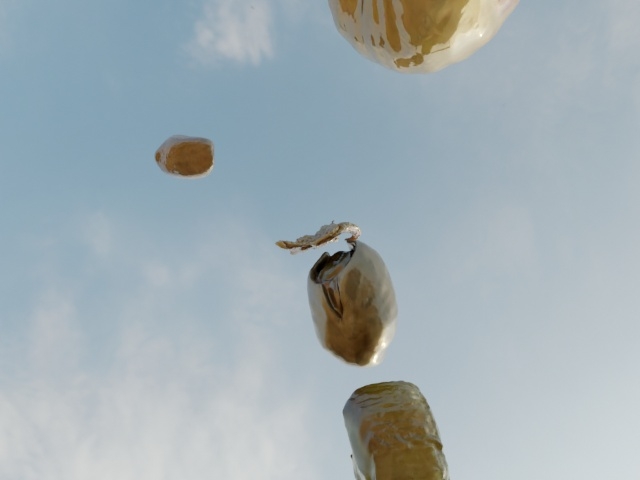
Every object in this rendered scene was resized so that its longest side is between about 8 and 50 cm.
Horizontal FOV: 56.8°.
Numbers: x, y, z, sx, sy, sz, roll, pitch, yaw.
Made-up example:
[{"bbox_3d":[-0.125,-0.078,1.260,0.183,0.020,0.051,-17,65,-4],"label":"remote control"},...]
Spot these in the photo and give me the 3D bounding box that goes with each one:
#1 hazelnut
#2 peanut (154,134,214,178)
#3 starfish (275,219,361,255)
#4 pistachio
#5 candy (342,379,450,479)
[{"bbox_3d":[0.119,-0.321,0.689,0.260,0.261,0.241,-16,-40,20],"label":"hazelnut"},{"bbox_3d":[-0.228,-0.143,1.019,0.152,0.076,0.076,9,-73,43],"label":"peanut"},{"bbox_3d":[-0.004,-0.010,1.041,0.150,0.209,0.053,-29,-100,41],"label":"starfish"},{"bbox_3d":[0.052,0.094,0.938,0.137,0.238,0.153,-22,-42,11],"label":"pistachio"},{"bbox_3d":[0.099,0.315,0.770,0.117,0.260,0.260,-7,-79,-2],"label":"candy"}]
